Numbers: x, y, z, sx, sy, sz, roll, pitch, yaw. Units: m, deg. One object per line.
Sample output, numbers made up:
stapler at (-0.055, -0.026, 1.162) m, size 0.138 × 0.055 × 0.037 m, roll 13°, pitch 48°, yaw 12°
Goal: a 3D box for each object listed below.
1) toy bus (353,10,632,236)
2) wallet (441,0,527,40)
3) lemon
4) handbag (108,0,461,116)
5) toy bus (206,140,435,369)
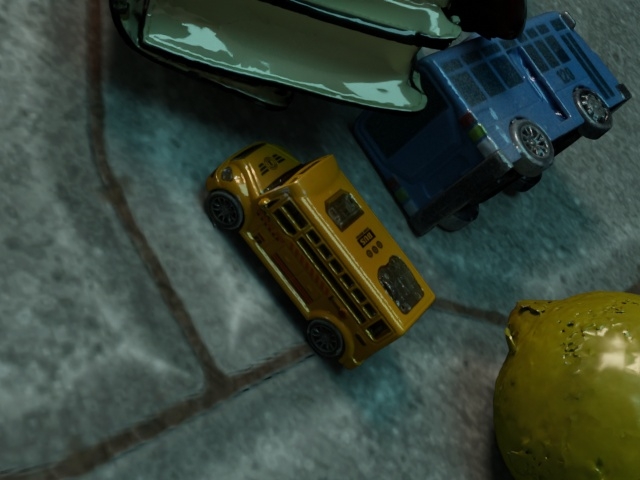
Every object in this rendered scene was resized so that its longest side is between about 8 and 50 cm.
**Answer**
toy bus at (0.148, -0.108, 0.864) m, size 0.234 × 0.116 × 0.134 m, roll -28°, pitch 80°, yaw -46°
wallet at (0.103, -0.241, 0.836) m, size 0.031 × 0.137 × 0.255 m, roll -10°, pitch 24°, yaw -11°
lemon at (0.208, 0.122, 0.724) m, size 0.206 × 0.173 × 0.173 m, roll 42°, pitch 41°, yaw 8°
handbag at (-0.028, -0.272, 0.758) m, size 0.236 × 0.160 × 0.359 m, roll 11°, pitch 48°, yaw -18°
toy bus at (0.000, 0.000, 0.689) m, size 0.162 × 0.074 × 0.069 m, roll 53°, pitch 43°, yaw -2°
